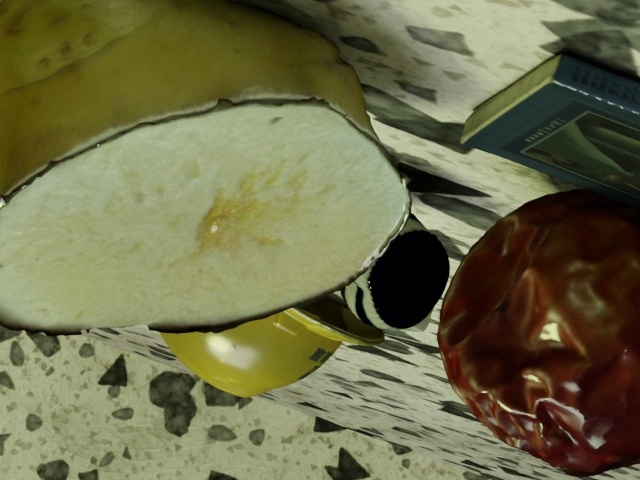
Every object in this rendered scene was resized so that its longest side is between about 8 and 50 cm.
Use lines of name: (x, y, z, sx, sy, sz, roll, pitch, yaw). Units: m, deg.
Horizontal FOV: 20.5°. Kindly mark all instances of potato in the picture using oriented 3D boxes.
potato: (-0.101, -0.074, 1.156, 0.300, 0.196, 0.246, -1, 143, -27)

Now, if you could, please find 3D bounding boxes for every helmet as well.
helmet: (-0.079, 0.082, 1.794, 0.257, 0.140, 0.205, 36, -170, 10)

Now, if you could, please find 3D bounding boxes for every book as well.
book: (0.241, -0.044, 1.135, 0.269, 0.025, 0.191, 20, 169, -9)

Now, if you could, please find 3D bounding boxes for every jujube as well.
jujube: (0.239, 0.078, 1.330, 0.216, 0.216, 0.342, 9, 173, 40)

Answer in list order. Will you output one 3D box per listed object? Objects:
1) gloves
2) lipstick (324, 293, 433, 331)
gloves: (0.005, -0.013, 1.479, 0.140, 0.131, 0.219, 13, -158, -46)
lipstick: (-0.020, 0.007, 1.709, 0.317, 0.066, 0.068, 26, 167, -35)
